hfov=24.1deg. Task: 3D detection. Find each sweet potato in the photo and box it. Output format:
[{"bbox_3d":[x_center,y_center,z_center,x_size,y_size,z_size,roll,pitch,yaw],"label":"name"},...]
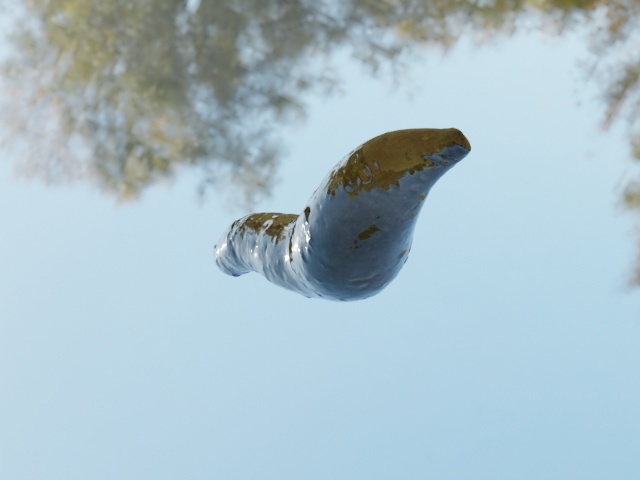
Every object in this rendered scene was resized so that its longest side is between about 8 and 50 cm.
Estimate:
[{"bbox_3d":[0.000,0.002,0.770,0.059,0.249,0.069,-17,-95,-28],"label":"sweet potato"}]
